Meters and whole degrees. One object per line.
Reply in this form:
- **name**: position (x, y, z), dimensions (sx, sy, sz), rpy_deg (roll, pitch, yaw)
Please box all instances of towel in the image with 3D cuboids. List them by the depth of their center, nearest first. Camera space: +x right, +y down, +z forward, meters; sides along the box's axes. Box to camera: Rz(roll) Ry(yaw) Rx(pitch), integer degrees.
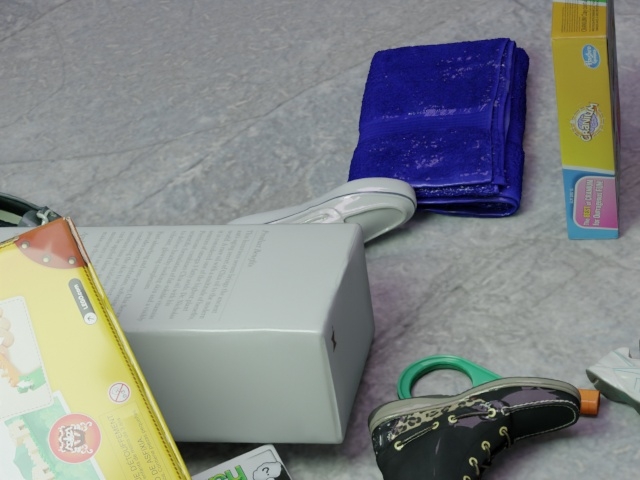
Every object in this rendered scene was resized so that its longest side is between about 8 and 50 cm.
- **towel**: position (0.157, -0.155, 2.291), dimensions (0.228, 0.076, 0.308), rpy_deg (0, 44, 11)

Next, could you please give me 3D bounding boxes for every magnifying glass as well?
- **magnifying glass**: position (0.200, 0.173, 1.974), dimensions (0.231, 0.026, 0.092), rpy_deg (5, 45, 16)

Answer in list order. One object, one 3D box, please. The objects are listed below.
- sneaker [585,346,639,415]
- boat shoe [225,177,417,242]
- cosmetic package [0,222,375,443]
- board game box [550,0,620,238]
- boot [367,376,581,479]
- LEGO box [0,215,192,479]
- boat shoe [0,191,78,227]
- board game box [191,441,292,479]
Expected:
- **sneaker**: position (0.364, 0.165, 1.920), dimensions (0.061, 0.053, 0.152), rpy_deg (-41, 50, -15)
- **boat shoe**: position (0.000, 0.000, 2.163), dimensions (0.258, 0.095, 0.084), rpy_deg (-19, 46, 8)
- **cosmetic package**: position (-0.183, 0.103, 1.999), dimensions (0.453, 0.161, 0.230), rpy_deg (-1, 32, 14)
- **board game box**: position (0.326, -0.195, 2.120), dimensions (0.064, 0.316, 0.242), rpy_deg (-2, 43, 12)
- **boot**: position (0.170, 0.245, 1.866), dimensions (0.236, 0.085, 0.178), rpy_deg (-10, 46, 9)
- **LEGO box**: position (-0.314, 0.282, 1.688), dimensions (0.372, 0.193, 0.500), rpy_deg (-22, 70, -12)
- **boat shoe**: position (-0.368, 0.008, 2.217), dimensions (0.319, 0.099, 0.116), rpy_deg (20, 51, 30)
- **board game box**: position (-0.150, 0.350, 1.843), dimensions (0.305, 0.053, 0.193), rpy_deg (-23, 43, -12)
